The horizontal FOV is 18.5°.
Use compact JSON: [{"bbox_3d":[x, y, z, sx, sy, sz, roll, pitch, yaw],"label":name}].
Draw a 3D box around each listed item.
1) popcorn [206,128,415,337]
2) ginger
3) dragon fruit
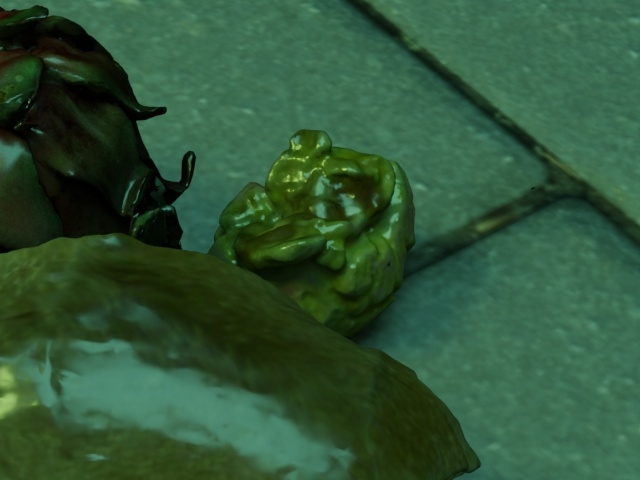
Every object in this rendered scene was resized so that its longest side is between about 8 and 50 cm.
[{"bbox_3d":[0.001,0.000,1.012,0.109,0.089,0.097,-17,61,-34],"label":"popcorn"},{"bbox_3d":[-0.061,0.109,0.844,0.276,0.130,0.221,-8,55,-14],"label":"ginger"},{"bbox_3d":[-0.161,-0.034,0.943,0.189,0.182,0.182,27,42,29],"label":"dragon fruit"}]
